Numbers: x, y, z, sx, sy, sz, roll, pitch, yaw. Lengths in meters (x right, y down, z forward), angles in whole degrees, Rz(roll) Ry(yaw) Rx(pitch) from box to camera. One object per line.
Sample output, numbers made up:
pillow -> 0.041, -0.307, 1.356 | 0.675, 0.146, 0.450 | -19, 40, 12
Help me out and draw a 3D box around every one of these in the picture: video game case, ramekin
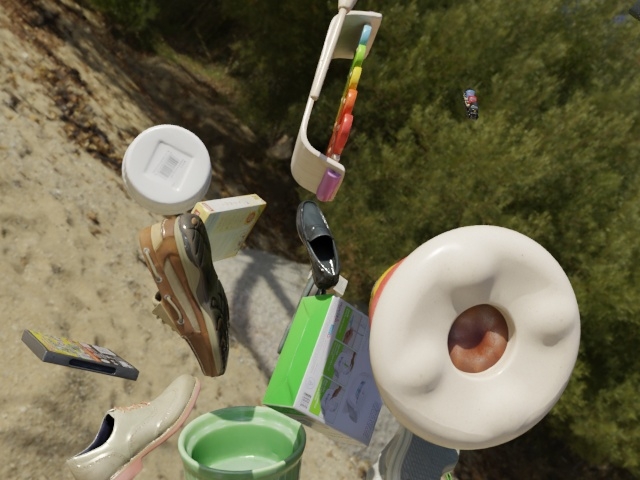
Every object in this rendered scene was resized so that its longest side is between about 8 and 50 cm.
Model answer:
video game case -> -0.655, 0.310, 1.632 | 0.248, 0.035, 0.275 | 24, -10, -35
ramekin -> -0.467, -0.222, 1.849 | 0.277, 0.277, 0.135 | 47, -13, -9
ramekin -> -0.186, 0.535, 1.446 | 0.303, 0.303, 0.148 | -133, -137, -73

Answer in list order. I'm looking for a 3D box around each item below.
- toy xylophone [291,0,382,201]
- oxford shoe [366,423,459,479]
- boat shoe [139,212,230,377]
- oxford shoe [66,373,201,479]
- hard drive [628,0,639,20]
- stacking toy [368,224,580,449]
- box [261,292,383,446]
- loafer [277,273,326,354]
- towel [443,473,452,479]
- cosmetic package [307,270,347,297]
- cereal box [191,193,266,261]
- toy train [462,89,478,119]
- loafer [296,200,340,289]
toy xylophone -> 0.026, -0.231, 0.942 | 0.081, 0.323, 0.236 | 16, -14, -5
oxford shoe -> 0.205, 0.489, 1.343 | 0.169, 0.130, 0.449 | 52, 23, 7
boat shoe -> -0.247, 0.105, 1.113 | 0.122, 0.119, 0.324 | -89, 169, -68
oxford shoe -> -0.454, 0.457, 1.517 | 0.146, 0.140, 0.397 | 53, 41, -11
hard drive -> 0.484, -0.350, 0.845 | 0.022, 0.094, 0.135 | 38, 31, -1
stacking toy -> 0.195, 0.131, 1.114 | 0.350, 0.350, 0.480 | 47, -6, -14
box -> 0.034, 0.288, 1.341 | 0.231, 0.262, 0.126 | 35, -28, -29
loafer -> -0.030, 0.199, 1.613 | 0.084, 0.268, 0.096 | 25, 13, -1
towel -> 0.342, 0.636, 1.779 | 0.152, 0.023, 0.113 | -148, -146, -75
cosmetic package -> 0.023, 0.122, 1.845 | 0.115, 0.060, 0.041 | 38, -39, -18
cereal box -> -0.239, -0.021, 1.398 | 0.047, 0.173, 0.240 | 41, 22, 15
toy train -> 0.342, -0.312, 1.372 | 0.158, 0.027, 0.036 | -75, 170, -61
loafer -> 0.000, 0.000, 1.344 | 0.078, 0.076, 0.223 | 119, -39, -55
